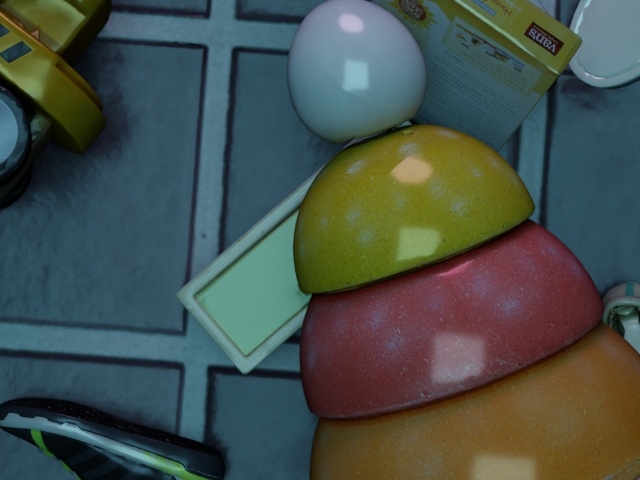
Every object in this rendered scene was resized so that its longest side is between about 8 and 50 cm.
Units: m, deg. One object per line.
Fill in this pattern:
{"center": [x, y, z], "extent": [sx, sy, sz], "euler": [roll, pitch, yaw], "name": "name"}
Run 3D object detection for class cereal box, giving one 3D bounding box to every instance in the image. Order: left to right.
{"center": [0.118, -0.165, 1.432], "extent": [0.173, 0.240, 0.047], "euler": [35, 71, 1], "name": "cereal box"}

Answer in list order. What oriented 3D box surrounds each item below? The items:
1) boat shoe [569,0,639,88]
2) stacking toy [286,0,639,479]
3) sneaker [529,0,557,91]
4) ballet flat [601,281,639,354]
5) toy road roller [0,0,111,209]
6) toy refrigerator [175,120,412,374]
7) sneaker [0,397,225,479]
{"center": [0.352, -0.259, 1.489], "extent": [0.116, 0.099, 0.319], "euler": [38, 89, 22], "name": "boat shoe"}
{"center": [0.093, 0.025, 1.348], "extent": [0.351, 0.350, 0.479], "euler": [-18, 97, 2], "name": "stacking toy"}
{"center": [0.120, -0.359, 1.467], "extent": [0.447, 0.169, 0.257], "euler": [46, 70, -16], "name": "sneaker"}
{"center": [0.310, 0.163, 1.501], "extent": [0.086, 0.086, 0.248], "euler": [-14, 90, 2], "name": "ballet flat"}
{"center": [-0.337, -0.195, 1.472], "extent": [0.329, 0.202, 0.240], "euler": [39, 79, -3], "name": "toy road roller"}
{"center": [0.000, 0.000, 1.506], "extent": [0.269, 0.094, 0.102], "euler": [-40, 88, 1], "name": "toy refrigerator"}
{"center": [-0.205, 0.219, 1.517], "extent": [0.235, 0.084, 0.097], "euler": [17, 92, 2], "name": "sneaker"}
